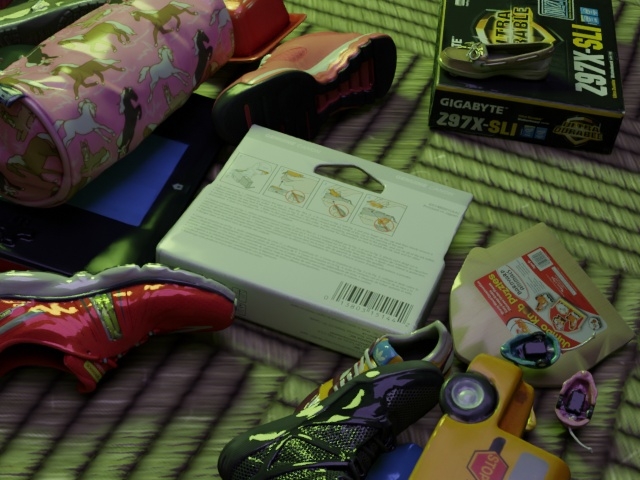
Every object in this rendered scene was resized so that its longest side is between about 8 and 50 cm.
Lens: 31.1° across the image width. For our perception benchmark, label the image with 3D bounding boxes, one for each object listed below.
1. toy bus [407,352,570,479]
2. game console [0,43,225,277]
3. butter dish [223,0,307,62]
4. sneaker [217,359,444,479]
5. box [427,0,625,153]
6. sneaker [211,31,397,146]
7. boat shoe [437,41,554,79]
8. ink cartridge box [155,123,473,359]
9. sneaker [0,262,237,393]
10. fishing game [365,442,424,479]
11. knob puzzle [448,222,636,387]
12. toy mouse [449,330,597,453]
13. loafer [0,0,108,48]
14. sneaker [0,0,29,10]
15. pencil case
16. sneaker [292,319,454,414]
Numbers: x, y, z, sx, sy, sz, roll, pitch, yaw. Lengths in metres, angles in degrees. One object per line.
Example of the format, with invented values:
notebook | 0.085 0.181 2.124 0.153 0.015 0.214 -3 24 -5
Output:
toy bus | 0.110 0.258 0.956 0.130 0.108 0.332 23 54 16
game console | -0.319 -0.099 1.398 0.342 0.060 0.386 14 42 8
butter dish | -0.126 -0.324 1.613 0.160 0.118 0.160 5 36 32
sneaker | 0.032 0.199 1.048 0.228 0.087 0.130 -24 44 -16
box | 0.294 -0.263 1.655 0.257 0.079 0.322 11 41 1
sneaker | -0.041 -0.204 1.541 0.136 0.115 0.314 24 39 39
boat shoe | 0.233 -0.247 1.533 0.153 0.048 0.056 5 41 -3
ink cartridge box | 0.000 0.000 1.323 0.296 0.066 0.261 19 42 12
sneaker | -0.222 0.099 1.180 0.279 0.107 0.118 -4 61 -8
fishing game | 0.081 0.268 1.054 0.264 0.041 0.189 -8 42 -4
knob puzzle | 0.223 0.087 1.273 0.213 0.030 0.213 5 57 -8
toy mouse | 0.238 0.147 1.194 0.161 0.031 0.143 39 68 22
loafer | -0.373 -0.310 1.601 0.251 0.094 0.087 -15 50 -23
sneaker | -0.356 -0.383 1.680 0.252 0.103 0.111 0 43 -9
pencil case | -0.258 -0.198 1.377 0.160 0.167 0.386 1 33 32
sneaker | 0.049 0.138 1.145 0.186 0.084 0.069 -28 52 -17
